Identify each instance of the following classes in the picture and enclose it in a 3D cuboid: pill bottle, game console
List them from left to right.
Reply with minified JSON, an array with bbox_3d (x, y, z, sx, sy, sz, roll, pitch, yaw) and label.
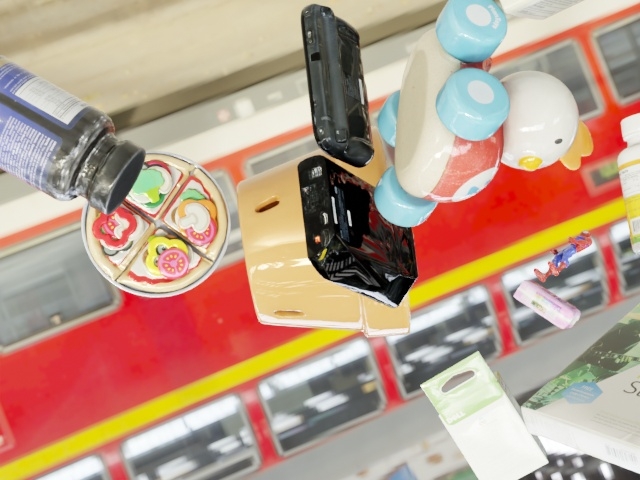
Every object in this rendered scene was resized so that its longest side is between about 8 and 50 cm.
[{"bbox_3d":[-0.329,-0.124,1.375,0.122,0.219,0.123,-60,177,-6],"label":"pill bottle"},{"bbox_3d":[0.036,-0.108,1.345,0.044,0.361,0.213,-16,157,26],"label":"game console"},{"bbox_3d":[0.614,-0.106,2.052,0.136,0.245,0.136,-8,172,-1],"label":"pill bottle"}]

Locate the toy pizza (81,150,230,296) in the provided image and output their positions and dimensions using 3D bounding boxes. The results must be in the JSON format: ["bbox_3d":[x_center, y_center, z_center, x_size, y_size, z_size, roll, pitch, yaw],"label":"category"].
[{"bbox_3d":[-0.221,-0.024,1.534,0.201,0.201,0.032,-22,177,-11],"label":"toy pizza"}]

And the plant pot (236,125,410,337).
[{"bbox_3d":[0.000,0.000,1.563,0.204,0.290,0.291,-8,180,0],"label":"plant pot"}]

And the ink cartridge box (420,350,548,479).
[{"bbox_3d":[0.255,0.277,1.771,0.109,0.209,0.062,-32,-174,12],"label":"ink cartridge box"}]

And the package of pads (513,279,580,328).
[{"bbox_3d":[0.299,0.084,1.497,0.032,0.083,0.050,-59,158,9],"label":"package of pads"}]

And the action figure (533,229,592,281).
[{"bbox_3d":[0.302,0.013,1.386,0.115,0.030,0.038,-29,173,-45],"label":"action figure"}]

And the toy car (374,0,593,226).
[{"bbox_3d":[0.209,-0.124,1.279,0.238,0.210,0.219,13,147,-13],"label":"toy car"}]

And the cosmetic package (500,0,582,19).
[{"bbox_3d":[0.334,-0.350,1.201,0.309,0.113,0.160,-23,177,26],"label":"cosmetic package"}]

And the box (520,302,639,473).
[{"bbox_3d":[0.484,0.203,1.653,0.322,0.058,0.232,-33,-153,-30],"label":"box"}]
